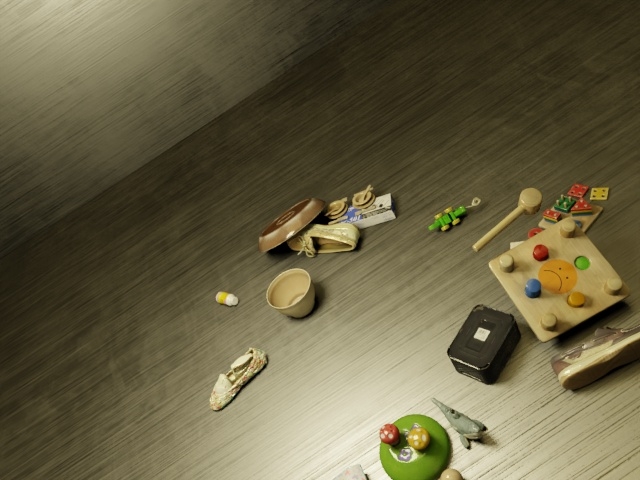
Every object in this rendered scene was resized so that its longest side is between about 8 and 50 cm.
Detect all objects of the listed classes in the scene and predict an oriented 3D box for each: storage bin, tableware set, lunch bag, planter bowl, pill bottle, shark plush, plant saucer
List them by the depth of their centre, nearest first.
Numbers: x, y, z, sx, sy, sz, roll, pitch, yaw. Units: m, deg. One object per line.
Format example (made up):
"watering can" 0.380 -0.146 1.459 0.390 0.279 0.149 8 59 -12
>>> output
"shark plush" 0.343 0.434 1.425 0.073 0.067 0.161 -36 39 -3
"lunch bag" 0.080 0.611 1.434 0.083 0.053 0.071 -41 37 6
"storage bin" 0.433 0.272 1.518 0.122 0.084 0.180 17 61 43
"planter bowl" -0.084 0.190 1.928 0.162 0.109 0.162 -18 42 17
"tableware set" 0.105 -0.138 2.121 0.194 0.039 0.128 -20 38 16
"pill bottle" -0.345 0.217 2.126 0.083 0.043 0.043 7 54 39
"plant saucer" -0.119 -0.070 2.162 0.311 0.050 0.310 -35 12 9

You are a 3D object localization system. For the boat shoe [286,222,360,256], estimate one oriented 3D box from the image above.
"boat shoe" 0.000 0.000 2.070 0.285 0.104 0.089 -9 42 25

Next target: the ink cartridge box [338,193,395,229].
"ink cartridge box" 0.169 -0.097 2.101 0.207 0.046 0.097 -17 41 19

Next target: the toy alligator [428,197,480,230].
"toy alligator" 0.442 -0.085 1.907 0.190 0.056 0.051 -30 -1 3

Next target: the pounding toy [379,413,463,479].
"pounding toy" 0.222 0.512 1.394 0.183 0.110 0.237 -29 39 6

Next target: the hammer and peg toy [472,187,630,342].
"hammer and peg toy" 0.583 0.060 1.513 0.266 0.127 0.361 -31 63 3

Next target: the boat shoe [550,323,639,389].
"boat shoe" 0.683 0.249 1.363 0.285 0.103 0.092 -33 44 10

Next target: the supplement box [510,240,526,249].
"supplement box" 0.609 0.034 1.680 0.098 0.036 0.062 -8 46 28

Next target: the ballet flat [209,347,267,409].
"ballet flat" -0.276 0.432 1.835 0.241 0.077 0.091 -45 42 -14

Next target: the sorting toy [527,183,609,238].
"sorting toy" 0.744 -0.085 1.705 0.274 0.046 0.132 -45 41 -15
